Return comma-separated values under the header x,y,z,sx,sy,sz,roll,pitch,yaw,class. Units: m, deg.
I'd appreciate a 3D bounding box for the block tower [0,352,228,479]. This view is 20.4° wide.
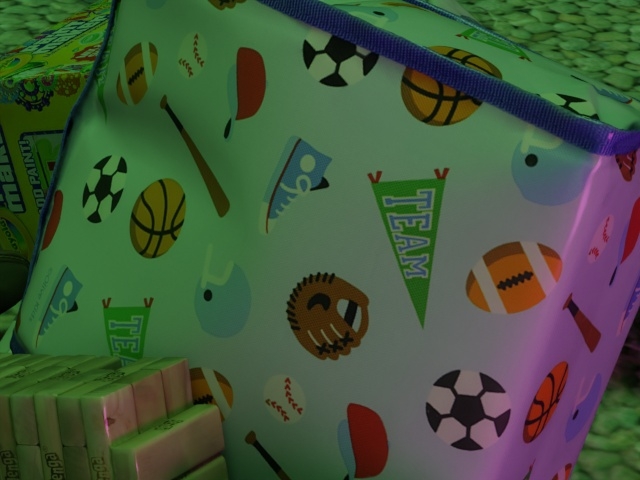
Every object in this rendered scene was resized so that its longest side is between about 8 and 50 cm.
x,y,z,sx,sy,sz,roll,pitch,yaw,class
-0.221,0.122,1.081,0.335,0.091,0.097,-1,10,30,block tower

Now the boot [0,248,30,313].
x,y,z,sx,sy,sz,roll,pitch,yaw,class
-0.285,0.083,1.288,0.219,0.082,0.106,-26,50,-30,boot

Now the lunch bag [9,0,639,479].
x,y,z,sx,sy,sz,roll,pitch,yaw,class
0.000,0.000,1.118,0.385,0.328,0.239,25,14,24,lunch bag

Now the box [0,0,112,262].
x,y,z,sx,sy,sz,roll,pitch,yaw,class
-0.096,-0.104,1.470,0.279,0.177,0.290,-2,23,28,box

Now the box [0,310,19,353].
x,y,z,sx,sy,sz,roll,pitch,yaw,class
-0.166,0.098,1.295,0.145,0.038,0.186,7,29,7,box

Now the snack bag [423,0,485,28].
x,y,z,sx,sy,sz,roll,pitch,yaw,class
0.207,-0.046,1.426,0.342,0.037,0.323,39,20,-18,snack bag
